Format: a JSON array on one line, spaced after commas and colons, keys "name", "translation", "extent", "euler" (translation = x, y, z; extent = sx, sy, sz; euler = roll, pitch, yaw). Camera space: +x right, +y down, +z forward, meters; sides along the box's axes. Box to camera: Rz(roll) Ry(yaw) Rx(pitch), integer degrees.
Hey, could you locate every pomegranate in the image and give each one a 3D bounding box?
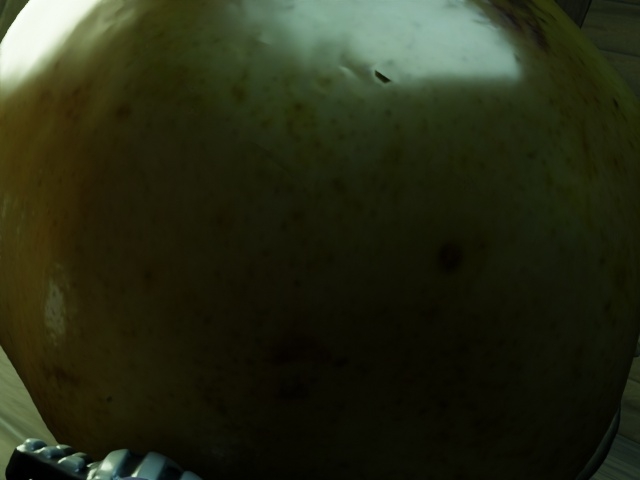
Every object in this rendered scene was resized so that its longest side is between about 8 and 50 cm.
[{"name": "pomegranate", "translation": [0.000, 0.000, 0.760], "extent": [0.417, 0.416, 0.416], "euler": [21, 0, 0]}]

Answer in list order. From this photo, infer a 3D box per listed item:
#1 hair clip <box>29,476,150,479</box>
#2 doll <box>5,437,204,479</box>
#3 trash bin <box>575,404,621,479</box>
[{"name": "hair clip", "translation": [-0.025, 0.141, 0.388], "extent": [0.137, 0.090, 0.278], "euler": [7, 1, -32]}, {"name": "doll", "translation": [-0.037, 0.139, 0.562], "extent": [0.219, 0.067, 0.091], "euler": [23, -10, 20]}, {"name": "trash bin", "translation": [0.172, 0.126, 1.258], "extent": [0.203, 0.252, 0.301], "euler": [23, 6, 5]}]
